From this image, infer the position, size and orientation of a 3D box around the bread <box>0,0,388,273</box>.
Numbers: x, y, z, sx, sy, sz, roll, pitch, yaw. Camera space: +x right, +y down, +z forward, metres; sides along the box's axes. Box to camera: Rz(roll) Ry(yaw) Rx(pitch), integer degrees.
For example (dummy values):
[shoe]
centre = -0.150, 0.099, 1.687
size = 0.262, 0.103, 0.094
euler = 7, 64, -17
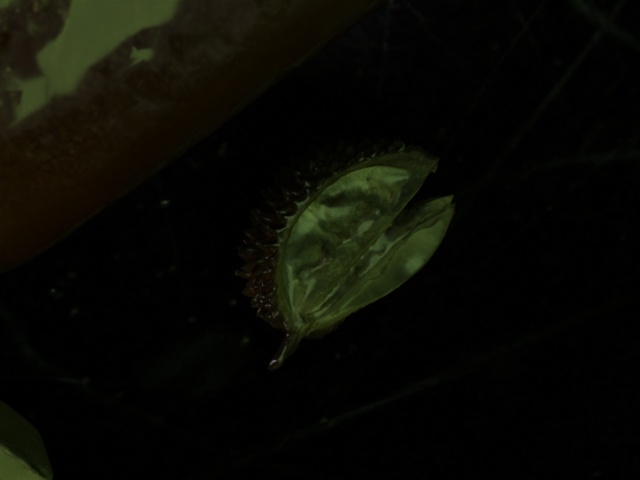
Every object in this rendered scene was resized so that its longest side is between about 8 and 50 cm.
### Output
[bread]
centre = -0.125, -0.184, 0.602
size = 0.333, 0.143, 0.323
euler = -37, 125, -1

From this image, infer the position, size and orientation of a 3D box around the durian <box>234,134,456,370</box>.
[durian]
centre = 0.001, 0.001, 0.827
size = 0.110, 0.071, 0.140
euler = 36, 89, -40

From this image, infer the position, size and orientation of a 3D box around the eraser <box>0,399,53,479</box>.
[eraser]
centre = -0.240, 0.139, 0.819
size = 0.172, 0.058, 0.117
euler = -43, 126, 7
